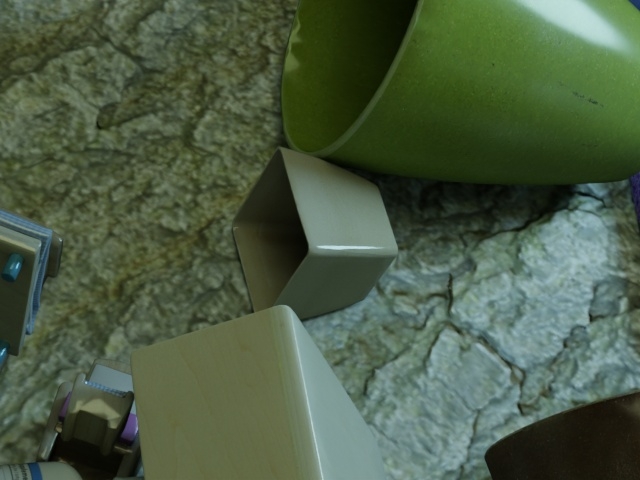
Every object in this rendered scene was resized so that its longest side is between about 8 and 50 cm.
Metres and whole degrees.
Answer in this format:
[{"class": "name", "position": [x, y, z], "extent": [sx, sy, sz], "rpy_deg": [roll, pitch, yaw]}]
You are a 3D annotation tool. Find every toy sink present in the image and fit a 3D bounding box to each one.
[{"class": "toy sink", "position": [-0.036, 0.179, 1.253], "extent": [0.131, 0.234, 0.152], "rpy_deg": [-18, 56, 9]}]

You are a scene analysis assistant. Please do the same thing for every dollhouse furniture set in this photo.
[{"class": "dollhouse furniture set", "position": [-0.227, 0.001, 1.246], "extent": [0.286, 0.303, 0.198], "rpy_deg": [19, 52, 0]}]

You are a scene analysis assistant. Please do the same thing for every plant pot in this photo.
[{"class": "plant pot", "position": [0.156, -0.156, 1.516], "extent": [0.294, 0.275, 0.274], "rpy_deg": [18, 49, -22]}, {"class": "plant pot", "position": [0.251, 0.242, 1.271], "extent": [0.215, 0.215, 0.230], "rpy_deg": [-6, 71, -19]}, {"class": "plant pot", "position": [0.000, 0.000, 1.437], "extent": [0.096, 0.109, 0.109], "rpy_deg": [4, 52, -27]}]

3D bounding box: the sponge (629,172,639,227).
[{"class": "sponge", "position": [0.348, 0.004, 1.565], "extent": [0.117, 0.031, 0.210], "rpy_deg": [4, 53, -11]}]

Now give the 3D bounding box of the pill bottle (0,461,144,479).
[{"class": "pill bottle", "position": [-0.223, 0.216, 1.199], "extent": [0.222, 0.124, 0.124], "rpy_deg": [-1, 54, -16]}]

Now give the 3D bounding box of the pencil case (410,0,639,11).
[{"class": "pencil case", "position": [0.168, -0.261, 1.662], "extent": [0.306, 0.119, 0.133], "rpy_deg": [10, 56, -7]}]
